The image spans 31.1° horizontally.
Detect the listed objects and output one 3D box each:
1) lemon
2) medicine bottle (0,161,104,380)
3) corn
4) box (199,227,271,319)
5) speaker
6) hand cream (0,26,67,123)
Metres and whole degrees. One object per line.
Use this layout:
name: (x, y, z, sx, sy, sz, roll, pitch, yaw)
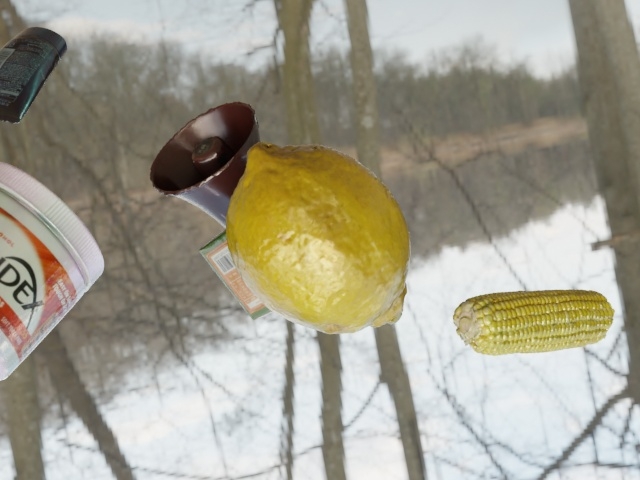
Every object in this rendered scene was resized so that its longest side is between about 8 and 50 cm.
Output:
lemon: (0.000, 0.000, 1.253, 0.188, 0.257, 0.188, -36, -167, 10)
medicine bottle: (-0.497, 0.048, 1.733, 0.252, 0.252, 0.241, -8, -142, 54)
corn: (0.275, 0.103, 1.463, 0.248, 0.081, 0.081, 0, 176, -35)
box: (-0.038, -0.002, 1.656, 0.177, 0.148, 0.195, -39, -176, -32)
speaker: (-0.065, -0.067, 1.815, 0.259, 0.329, 0.198, -35, -147, 16)
hand cream: (-0.481, -0.258, 1.797, 0.120, 0.061, 0.270, 13, -147, 2)
